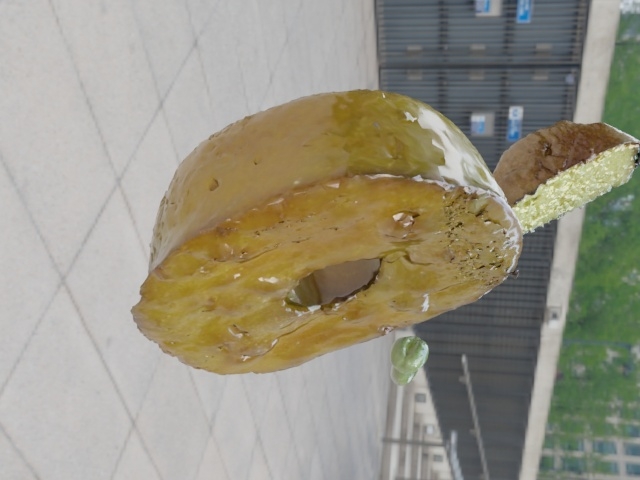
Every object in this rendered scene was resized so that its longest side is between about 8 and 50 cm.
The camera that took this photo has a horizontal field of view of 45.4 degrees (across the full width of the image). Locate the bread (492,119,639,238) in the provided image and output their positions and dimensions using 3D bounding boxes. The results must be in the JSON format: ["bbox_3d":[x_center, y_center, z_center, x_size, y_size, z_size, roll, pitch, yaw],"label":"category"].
[{"bbox_3d":[0.380,-0.117,1.262,0.129,0.260,0.134,64,2,-56],"label":"bread"}]

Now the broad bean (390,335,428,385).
[{"bbox_3d":[0.108,0.147,0.945,0.083,0.045,0.063,85,27,-64],"label":"broad bean"}]

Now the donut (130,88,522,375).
[{"bbox_3d":[0.003,-0.001,0.568,0.277,0.278,0.108,74,3,-59],"label":"donut"}]
